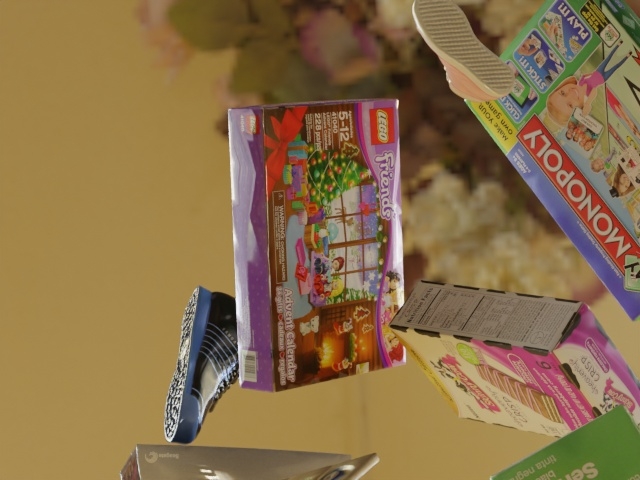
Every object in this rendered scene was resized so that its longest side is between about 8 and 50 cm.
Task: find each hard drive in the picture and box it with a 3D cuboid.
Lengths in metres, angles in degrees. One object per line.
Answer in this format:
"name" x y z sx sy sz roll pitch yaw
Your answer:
"hard drive" -0.103 0.285 2.183 0.255 0.054 0.172 4 160 -12

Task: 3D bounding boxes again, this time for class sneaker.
"sneaker" -0.132 0.160 2.282 0.090 0.081 0.232 20 -129 -14
"sneaker" 0.135 -0.192 1.875 0.051 0.134 0.070 -46 -174 -18

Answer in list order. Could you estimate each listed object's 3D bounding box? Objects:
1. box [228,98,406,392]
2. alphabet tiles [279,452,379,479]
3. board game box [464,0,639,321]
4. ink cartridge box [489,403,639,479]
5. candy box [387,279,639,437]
"box" 0.000 0.000 1.931 0.201 0.293 0.057 -9 -171 -44
"alphabet tiles" -0.098 0.203 1.067 0.198 0.009 0.237 -23 -171 44
"board game box" 0.310 -0.103 1.937 0.046 0.317 0.213 -13 150 -46
"ink cartridge box" 0.254 0.295 1.372 0.122 0.289 0.211 -29 155 -2
"candy box" 0.202 0.125 1.878 0.233 0.159 0.071 7 -127 50
